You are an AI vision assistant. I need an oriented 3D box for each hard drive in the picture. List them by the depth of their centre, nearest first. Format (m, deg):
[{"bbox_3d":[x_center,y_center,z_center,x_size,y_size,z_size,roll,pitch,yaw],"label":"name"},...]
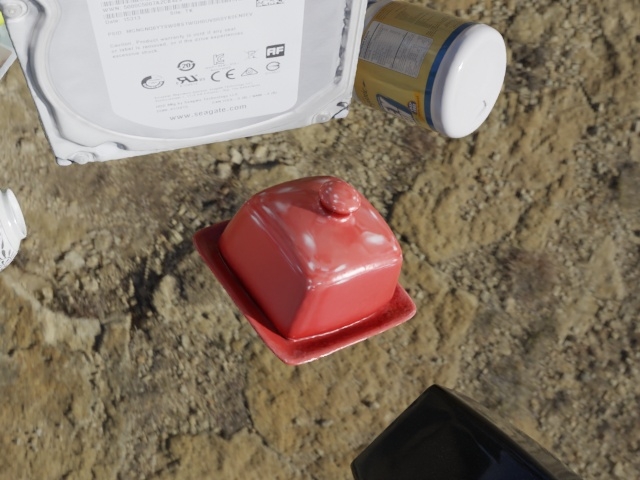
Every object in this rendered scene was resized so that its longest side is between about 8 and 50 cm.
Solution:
[{"bbox_3d":[-0.084,-0.172,0.570,0.236,0.339,0.064,-11,64,-10],"label":"hard drive"}]

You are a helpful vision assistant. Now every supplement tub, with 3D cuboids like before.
[{"bbox_3d":[0.120,-0.227,1.166,0.144,0.199,0.144,-33,137,-38],"label":"supplement tub"}]

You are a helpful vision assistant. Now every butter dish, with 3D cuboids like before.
[{"bbox_3d":[0.000,0.000,0.760,0.160,0.160,0.118,-17,145,-37],"label":"butter dish"}]

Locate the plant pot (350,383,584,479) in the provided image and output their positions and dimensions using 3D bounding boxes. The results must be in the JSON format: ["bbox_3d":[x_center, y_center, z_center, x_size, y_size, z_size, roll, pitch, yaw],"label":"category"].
[{"bbox_3d":[0.144,0.255,0.941,0.188,0.167,0.187,-45,153,8],"label":"plant pot"}]

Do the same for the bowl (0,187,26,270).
[{"bbox_3d":[-0.472,-0.028,1.296,0.080,0.170,0.170,-19,109,-8],"label":"bowl"}]

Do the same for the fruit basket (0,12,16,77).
[{"bbox_3d":[-0.478,-0.333,1.076,0.327,0.353,0.166,28,59,-30],"label":"fruit basket"}]
